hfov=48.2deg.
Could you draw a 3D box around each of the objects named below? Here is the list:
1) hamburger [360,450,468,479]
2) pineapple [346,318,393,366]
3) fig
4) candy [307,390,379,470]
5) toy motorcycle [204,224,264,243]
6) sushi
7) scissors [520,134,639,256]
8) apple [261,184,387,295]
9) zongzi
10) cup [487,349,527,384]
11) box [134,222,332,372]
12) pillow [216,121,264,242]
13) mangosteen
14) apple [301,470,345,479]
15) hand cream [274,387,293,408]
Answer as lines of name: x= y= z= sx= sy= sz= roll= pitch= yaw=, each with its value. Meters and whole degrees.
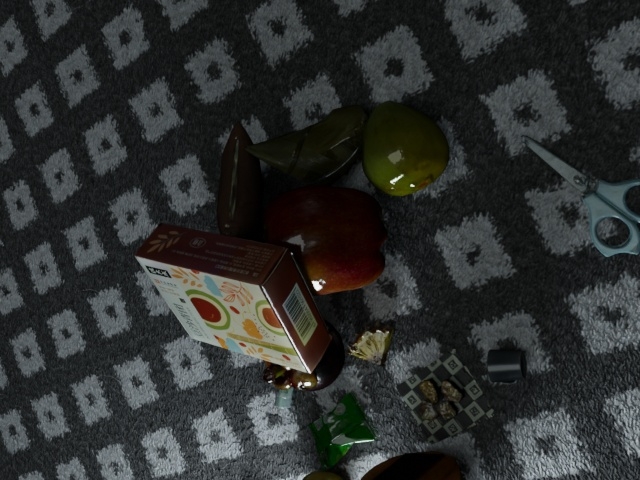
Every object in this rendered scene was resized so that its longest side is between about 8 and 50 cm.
hamburger: x=0.238 y=0.662 z=1.758 sx=0.291 sy=0.291 sz=0.225 roll=-19 pitch=92 yaw=32
pineapple: x=0.140 y=0.275 z=1.868 sx=0.137 sy=0.069 sz=0.116 roll=-35 pitch=78 yaw=28
fig: x=0.186 y=-0.213 z=1.693 sx=0.230 sy=0.207 sz=0.207 roll=43 pitch=118 yaw=38
candy: x=0.052 y=0.524 z=1.956 sx=0.203 sy=0.078 sz=0.141 roll=-43 pitch=76 yaw=23
toy motorcycle: x=-0.246 y=-0.032 z=2.045 sx=0.215 sy=0.080 sz=0.122 roll=-12 pitch=93 yaw=30
sushi: x=0.304 y=0.406 z=1.806 sx=0.210 sy=0.040 sz=0.192 roll=-38 pitch=78 yaw=30
scissors: x=0.582 y=-0.123 z=1.568 sx=0.360 sy=0.029 sz=0.191 roll=43 pitch=112 yaw=21
apple: x=0.000 y=0.000 z=1.767 sx=0.317 sy=0.288 sz=0.288 roll=-4 pitch=97 yaw=-3
zongzi: x=-0.014 y=-0.258 z=1.765 sx=0.251 sy=0.274 sz=0.125 roll=-47 pitch=43 yaw=22
cup: x=0.445 y=0.304 z=1.694 sx=0.077 sy=0.078 sz=0.100 roll=-7 pitch=128 yaw=27
box: x=-0.205 y=0.138 z=1.729 sx=0.386 sy=0.122 sz=0.344 roll=10 pitch=142 yaw=31
pillow: x=-0.201 y=-0.098 z=1.839 sx=0.109 sy=0.305 sz=0.307 roll=1 pitch=70 yaw=3
mangosteen: x=-0.058 y=0.310 z=1.885 sx=0.211 sy=0.250 sz=0.211 roll=26 pitch=128 yaw=38
apple: x=0.008 y=0.722 z=1.957 sx=0.155 sy=0.182 sz=0.182 roll=13 pitch=106 yaw=-1
hand cream: x=-0.098 y=0.390 z=2.047 sx=0.076 sy=0.047 sz=0.174 roll=7 pitch=93 yaw=30
